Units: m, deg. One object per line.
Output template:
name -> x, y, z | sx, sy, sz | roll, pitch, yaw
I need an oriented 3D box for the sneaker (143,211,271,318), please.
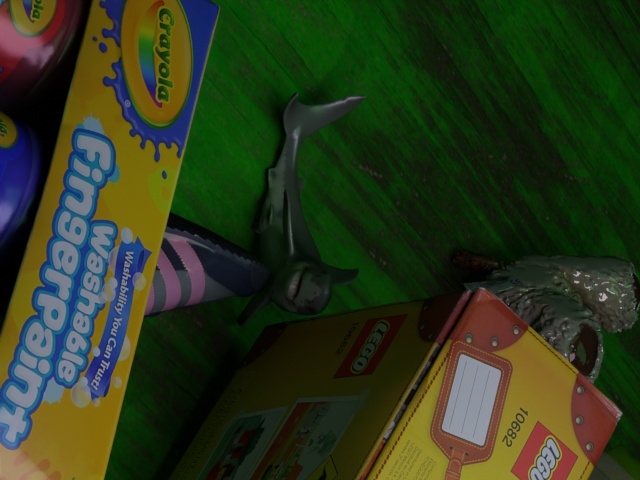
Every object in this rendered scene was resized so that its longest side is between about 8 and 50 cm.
sneaker -> -0.176, 0.034, 1.775 | 0.319, 0.112, 0.131 | 16, 100, -50

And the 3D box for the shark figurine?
shark figurine -> -0.008, -0.010, 1.948 | 0.116, 0.166, 0.278 | 15, 50, -20

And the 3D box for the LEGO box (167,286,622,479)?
LEGO box -> -0.016, 0.305, 1.686 | 0.193, 0.372, 0.500 | 41, 65, -20

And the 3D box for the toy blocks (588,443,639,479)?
toy blocks -> 0.171, 0.340, 2.042 | 0.261, 0.191, 0.381 | -54, 160, 24

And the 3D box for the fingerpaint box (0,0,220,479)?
fingerpaint box -> -0.295, -0.054, 1.385 | 0.371, 0.163, 0.444 | 31, 59, -35

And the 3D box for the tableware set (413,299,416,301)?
tableware set -> 0.113, 0.146, 2.182 | 0.104, 0.024, 0.154 | 9, 86, -48

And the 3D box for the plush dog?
plush dog -> 0.239, 0.137, 2.235 | 0.262, 0.211, 0.225 | -42, 143, -58
